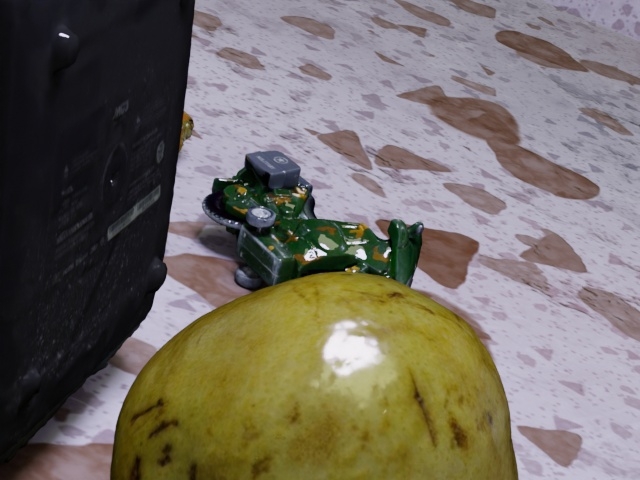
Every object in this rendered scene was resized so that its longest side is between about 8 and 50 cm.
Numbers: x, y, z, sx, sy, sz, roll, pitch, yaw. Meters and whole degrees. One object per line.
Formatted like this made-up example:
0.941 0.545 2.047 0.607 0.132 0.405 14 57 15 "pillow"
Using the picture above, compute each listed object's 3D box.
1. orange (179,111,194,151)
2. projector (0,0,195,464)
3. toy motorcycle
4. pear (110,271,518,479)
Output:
-0.191 -0.131 2.138 0.086 0.062 0.086 33 19 -13 "orange"
-0.265 -0.068 1.449 0.242 0.405 0.395 11 20 10 "projector"
0.000 0.000 1.929 0.187 0.125 0.274 -11 37 -36 "toy motorcycle"
-0.008 0.179 1.313 0.304 0.304 0.304 17 23 -7 "pear"
